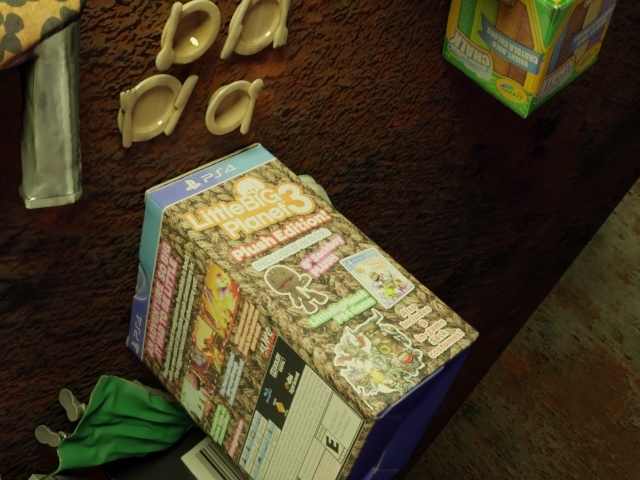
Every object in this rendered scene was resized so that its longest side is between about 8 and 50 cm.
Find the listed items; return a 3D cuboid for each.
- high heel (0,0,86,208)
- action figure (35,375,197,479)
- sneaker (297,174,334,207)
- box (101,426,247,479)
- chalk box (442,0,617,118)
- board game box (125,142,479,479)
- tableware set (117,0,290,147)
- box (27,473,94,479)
[{"bbox_3d":[-0.255,-0.099,0.467,0.261,0.093,0.186,-11,115,-34],"label":"high heel"},{"bbox_3d":[-0.213,0.206,0.986,0.137,0.063,0.232,-53,152,8],"label":"action figure"},{"bbox_3d":[0.000,0.000,0.990,0.087,0.092,0.228,-45,155,-1],"label":"sneaker"},{"bbox_3d":[-0.097,0.361,1.239,0.293,0.212,0.395,-37,154,-23],"label":"box"},{"bbox_3d":[0.227,-0.238,0.955,0.132,0.132,0.213,-38,153,-22],"label":"chalk box"},{"bbox_3d":[-0.035,0.096,0.830,0.141,0.291,0.232,-29,151,-38],"label":"board game box"},{"bbox_3d":[-0.090,-0.141,0.710,0.169,0.020,0.141,-20,145,-47],"label":"tableware set"},{"bbox_3d":[-0.324,0.331,0.977,0.145,0.038,0.186,-50,165,-9],"label":"box"}]
